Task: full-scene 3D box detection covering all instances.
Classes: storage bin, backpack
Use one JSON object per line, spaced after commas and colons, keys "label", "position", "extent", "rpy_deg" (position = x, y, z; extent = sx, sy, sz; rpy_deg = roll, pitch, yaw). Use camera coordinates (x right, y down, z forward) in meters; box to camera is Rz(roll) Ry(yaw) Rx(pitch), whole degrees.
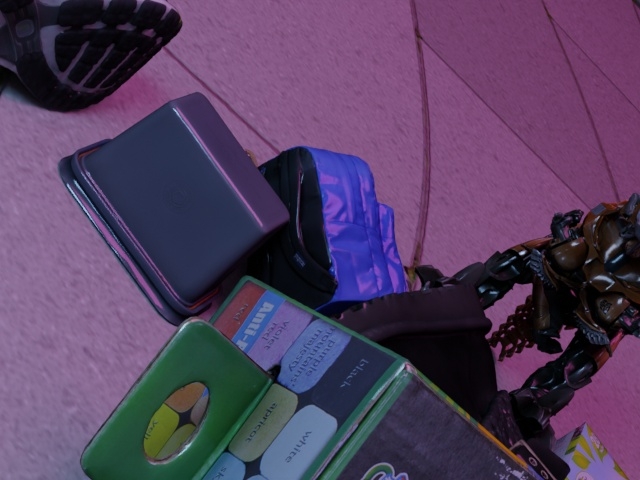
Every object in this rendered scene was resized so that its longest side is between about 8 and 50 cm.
{"label": "storage bin", "position": [-0.086, -0.029, 1.244], "extent": [0.135, 0.091, 0.098], "rpy_deg": [55, 22, 1]}
{"label": "backpack", "position": [0.000, 0.000, 1.295], "extent": [0.101, 0.098, 0.120], "rpy_deg": [5, 65, -46]}

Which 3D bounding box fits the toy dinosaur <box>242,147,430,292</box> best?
{"label": "toy dinosaur", "position": [0.014, 0.040, 1.389], "extent": [0.268, 0.064, 0.118], "rpy_deg": [53, 36, -4]}

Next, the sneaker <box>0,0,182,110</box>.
{"label": "sneaker", "position": [-0.200, -0.174, 1.216], "extent": [0.300, 0.111, 0.121], "rpy_deg": [19, 36, -58]}

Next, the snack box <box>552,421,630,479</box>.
{"label": "snack box", "position": [0.216, 0.257, 1.458], "extent": [0.174, 0.070, 0.207], "rpy_deg": [53, 21, -2]}

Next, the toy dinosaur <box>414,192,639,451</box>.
{"label": "toy dinosaur", "position": [0.202, 0.053, 1.495], "extent": [0.164, 0.218, 0.322], "rpy_deg": [45, -25, 25]}

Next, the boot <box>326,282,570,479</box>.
{"label": "boot", "position": [0.061, 0.170, 1.196], "extent": [0.348, 0.131, 0.260], "rpy_deg": [-9, 74, -55]}

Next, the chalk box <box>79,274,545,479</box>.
{"label": "chalk box", "position": [-0.001, 0.147, 0.956], "extent": [0.289, 0.180, 0.179], "rpy_deg": [42, -8, -28]}
